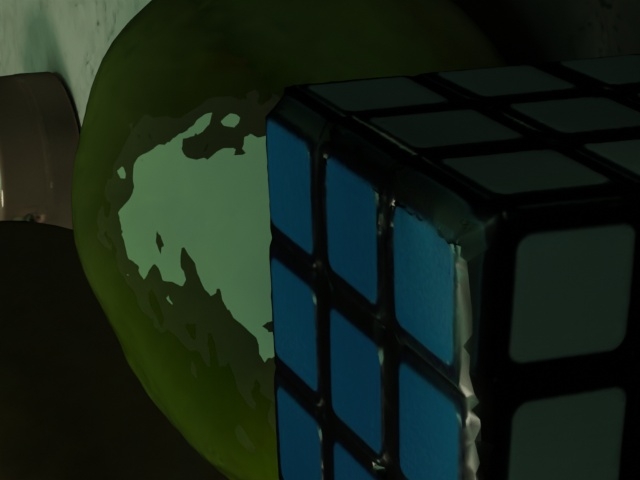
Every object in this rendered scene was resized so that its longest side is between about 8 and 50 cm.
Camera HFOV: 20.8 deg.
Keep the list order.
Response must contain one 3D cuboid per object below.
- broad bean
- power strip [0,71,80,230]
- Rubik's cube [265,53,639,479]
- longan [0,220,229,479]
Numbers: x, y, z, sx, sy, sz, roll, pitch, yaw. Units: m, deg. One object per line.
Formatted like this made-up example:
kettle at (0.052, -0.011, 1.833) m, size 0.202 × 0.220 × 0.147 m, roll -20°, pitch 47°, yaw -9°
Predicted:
broad bean at (0.001, 0.000, 0.781) m, size 0.238 × 0.119 × 0.291 m, roll -47°, pitch 65°, yaw 27°
power strip at (-0.257, -0.066, 1.496) m, size 0.154 × 0.078 × 0.154 m, roll 31°, pitch 125°, yaw 59°
Rubik's cube at (0.082, 0.034, 0.596) m, size 0.160 × 0.163 × 0.162 m, roll -142°, pitch 49°, yaw -60°
longan at (-0.200, 0.145, 1.149) m, size 0.319 × 0.319 × 0.319 m, roll 172°, pitch 90°, yaw -68°
